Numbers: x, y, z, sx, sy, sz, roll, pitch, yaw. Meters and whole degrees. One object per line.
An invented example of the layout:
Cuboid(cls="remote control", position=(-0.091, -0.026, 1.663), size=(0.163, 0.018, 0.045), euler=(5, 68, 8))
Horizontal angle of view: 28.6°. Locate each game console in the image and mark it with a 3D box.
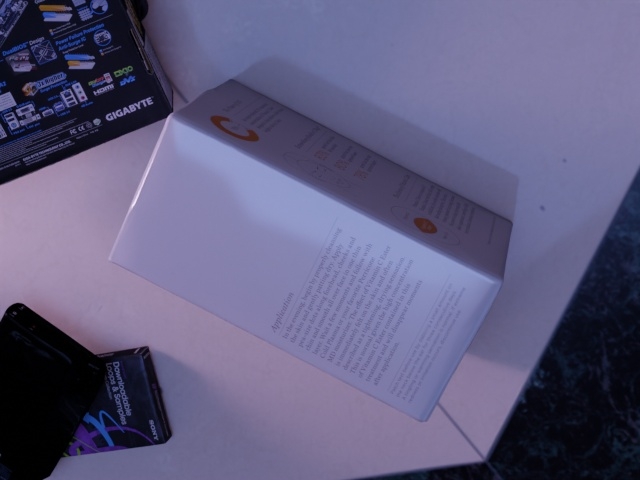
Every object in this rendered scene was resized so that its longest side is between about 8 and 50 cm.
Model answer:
Cuboid(cls="game console", position=(-0.434, 0.126, 1.457), size=(0.361, 0.044, 0.213), euler=(35, 115, 4))

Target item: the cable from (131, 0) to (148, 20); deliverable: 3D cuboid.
Cuboid(cls="cable", position=(-0.264, -0.274, 1.326), size=(0.150, 0.047, 0.184), euler=(-27, 100, 15))

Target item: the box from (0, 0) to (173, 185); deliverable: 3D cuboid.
Cuboid(cls="box", position=(-0.338, -0.208, 1.267), size=(0.295, 0.073, 0.293), euler=(-22, 117, 4))

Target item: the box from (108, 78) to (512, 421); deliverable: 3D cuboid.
Cuboid(cls="box", position=(0.000, 0.000, 1.264), size=(0.345, 0.215, 0.168), euler=(28, 109, 3))

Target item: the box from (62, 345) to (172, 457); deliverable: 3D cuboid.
Cuboid(cls="box", position=(-0.264, 0.191, 1.468), size=(0.162, 0.029, 0.116), euler=(-11, 103, 13))
